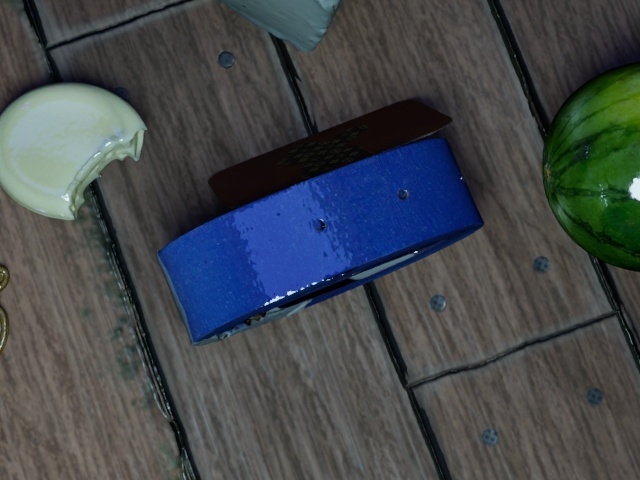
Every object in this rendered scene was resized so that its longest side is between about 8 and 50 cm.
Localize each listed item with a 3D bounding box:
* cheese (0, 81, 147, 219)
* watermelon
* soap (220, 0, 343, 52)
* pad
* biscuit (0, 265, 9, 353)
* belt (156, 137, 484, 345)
[{"bbox_3d":[-0.337,-0.125,1.400,0.249,0.071,0.163,24,80,2],"label":"cheese"},{"bbox_3d":[0.369,-0.081,1.350,0.242,0.242,0.242,1,81,-3],"label":"watermelon"},{"bbox_3d":[0.013,-0.453,1.349,0.213,0.350,0.435,30,82,-6],"label":"soap"},{"bbox_3d":[0.006,-0.101,1.369,0.267,0.181,0.004,-22,109,-7],"label":"pad"},{"bbox_3d":[-0.416,0.073,1.385,0.124,0.026,0.175,5,81,-3],"label":"biscuit"},{"bbox_3d":[0.000,0.000,1.328,0.347,0.212,0.117,-22,84,-10],"label":"belt"}]
